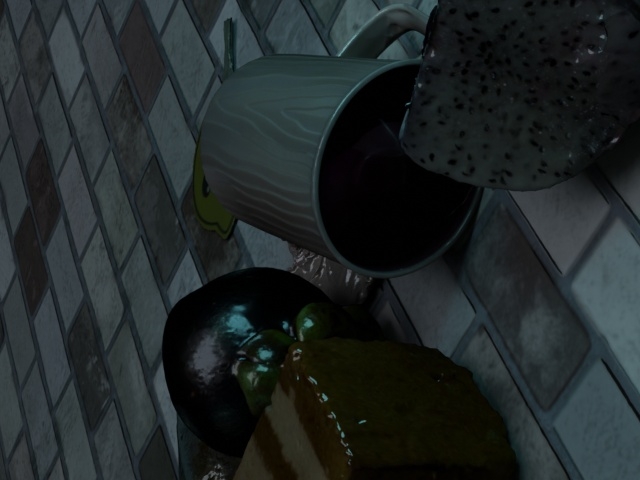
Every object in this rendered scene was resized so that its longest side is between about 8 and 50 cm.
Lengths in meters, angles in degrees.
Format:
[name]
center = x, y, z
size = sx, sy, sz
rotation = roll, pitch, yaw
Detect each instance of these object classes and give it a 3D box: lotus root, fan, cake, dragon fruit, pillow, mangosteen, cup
[lotus root]
center = -0.104, 0.239, 1.845
size = 0.322, 0.140, 0.158
rotation = -108, 16, -48
[fan]
center = -0.127, -0.159, 2.150
size = 0.229, 0.011, 0.335
rotation = -29, 57, 54
[cake]
center = 0.036, 0.260, 1.531
size = 0.196, 0.199, 0.293
rotation = 57, 133, 45
[dragon fruit]
center = 0.204, -0.200, 1.405
size = 0.221, 0.204, 0.283
rotation = -70, -5, -52
[pillow]
center = 0.000, 0.000, 1.829
size = 0.135, 0.049, 0.248
rotation = -54, 40, 30
[mangosteen]
center = -0.055, 0.131, 1.683
size = 0.243, 0.243, 0.243
rotation = -30, 55, 54
[cup]
center = 0.025, -0.122, 1.639
size = 0.273, 0.208, 0.288
rotation = 17, 98, 57
